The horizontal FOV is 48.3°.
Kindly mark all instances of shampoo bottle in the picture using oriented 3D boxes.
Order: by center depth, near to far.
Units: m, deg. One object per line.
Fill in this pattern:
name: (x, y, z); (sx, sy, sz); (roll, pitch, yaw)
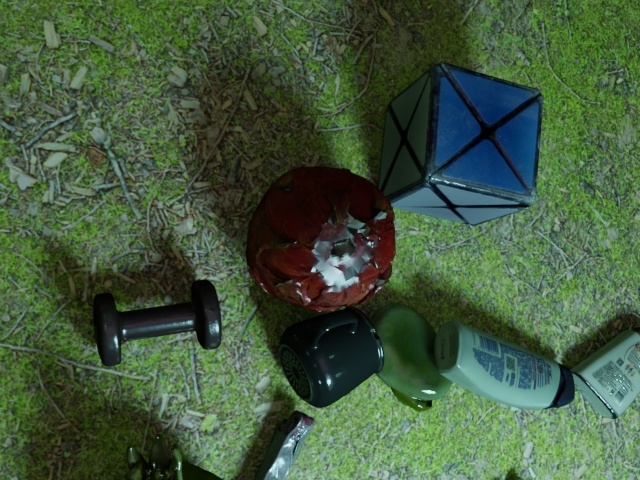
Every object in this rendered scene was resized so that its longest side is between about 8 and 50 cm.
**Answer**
shampoo bottle: (0.397, 0.282, 1.508); (0.359, 0.078, 0.134); (23, 55, -29)
shampoo bottle: (0.711, 0.271, 1.666); (0.284, 0.071, 0.153); (-42, 94, -21)

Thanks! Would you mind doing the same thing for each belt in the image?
belt: (-0.087, 0.438, 1.377); (0.053, 0.071, 0.232); (32, 77, -19)

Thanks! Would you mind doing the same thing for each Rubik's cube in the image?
Rubik's cube: (0.282, -0.187, 1.492); (0.259, 0.255, 0.260); (13, 76, -15)

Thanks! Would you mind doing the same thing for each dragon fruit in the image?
dragon fruit: (0.000, 0.000, 1.364); (0.295, 0.301, 0.296); (-5, 105, -17)

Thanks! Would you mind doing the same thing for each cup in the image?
cup: (0.027, 0.207, 1.369); (0.176, 0.223, 0.169); (-19, 57, -24)

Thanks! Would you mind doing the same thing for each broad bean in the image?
broad bean: (0.180, 0.243, 1.482); (0.169, 0.100, 0.228); (-8, 72, -27)

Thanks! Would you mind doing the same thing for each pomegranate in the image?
pomegranate: (-0.257, 0.477, 1.203); (0.260, 0.260, 0.341); (-10, 116, -20)

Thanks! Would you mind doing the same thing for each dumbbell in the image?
dumbbell: (-0.298, 0.148, 1.307); (0.225, 0.140, 0.124); (-7, 100, -20)

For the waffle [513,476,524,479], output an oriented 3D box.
waffle: (0.432, 0.649, 1.515); (0.238, 0.058, 0.243); (49, 61, -4)
